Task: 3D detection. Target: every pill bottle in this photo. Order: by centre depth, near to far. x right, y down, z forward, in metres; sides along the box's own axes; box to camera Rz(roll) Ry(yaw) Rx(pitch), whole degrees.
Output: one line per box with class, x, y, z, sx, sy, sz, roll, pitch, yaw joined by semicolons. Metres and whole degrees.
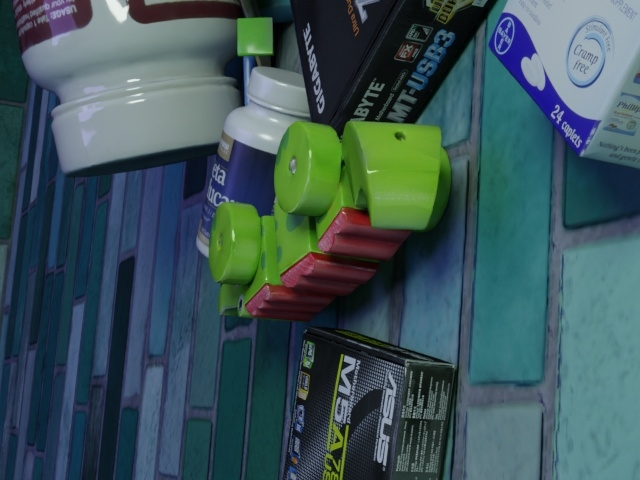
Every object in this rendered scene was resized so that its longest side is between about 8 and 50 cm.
pill bottle;-0.047;-0.062;1.017;0.094;0.094;0.169;-132;54;-61
pill bottle;-0.197;-0.271;1.140;0.224;0.224;0.392;172;88;-66

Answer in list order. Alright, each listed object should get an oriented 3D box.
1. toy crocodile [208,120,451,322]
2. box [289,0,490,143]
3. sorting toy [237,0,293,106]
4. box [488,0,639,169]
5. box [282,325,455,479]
toy crocodile;0.000;0.000;0.860;0.340;0.115;0.105;137;135;-56
box;0.058;-0.262;0.874;0.293;0.073;0.295;125;146;-46
sorting toy;-0.052;-0.282;1.117;0.196;0.047;0.347;85;-177;-71
box;0.160;-0.124;0.581;0.126;0.072;0.137;-114;40;-51
box;0.026;0.166;0.835;0.184;0.045;0.190;-169;87;-69
